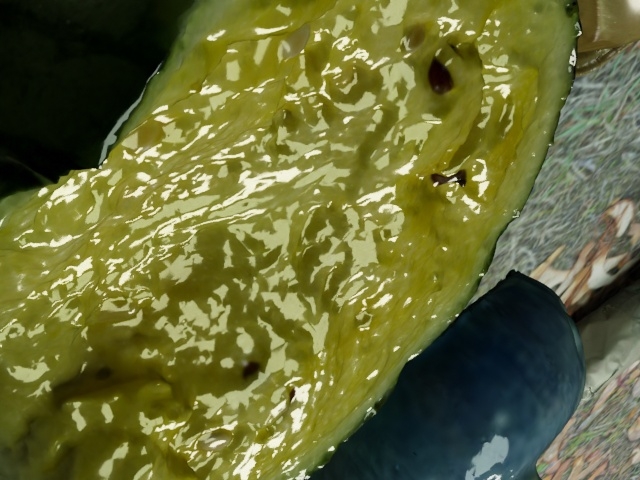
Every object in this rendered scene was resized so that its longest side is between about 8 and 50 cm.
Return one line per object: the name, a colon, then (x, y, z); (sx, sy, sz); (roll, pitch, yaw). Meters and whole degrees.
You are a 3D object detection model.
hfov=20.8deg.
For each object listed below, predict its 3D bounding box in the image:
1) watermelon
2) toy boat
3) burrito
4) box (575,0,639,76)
watermelon: (-0.054, -0.044, 0.719); (0.331, 0.189, 0.330); (-43, 156, -24)
toy boat: (0.080, 0.126, 1.103); (0.215, 0.123, 0.330); (-36, 176, -12)
burrito: (0.248, 0.069, 1.422); (0.203, 0.064, 0.064); (-37, 152, -15)
box: (0.152, -0.161, 0.916); (0.111, 0.111, 0.177); (-38, 152, -10)
